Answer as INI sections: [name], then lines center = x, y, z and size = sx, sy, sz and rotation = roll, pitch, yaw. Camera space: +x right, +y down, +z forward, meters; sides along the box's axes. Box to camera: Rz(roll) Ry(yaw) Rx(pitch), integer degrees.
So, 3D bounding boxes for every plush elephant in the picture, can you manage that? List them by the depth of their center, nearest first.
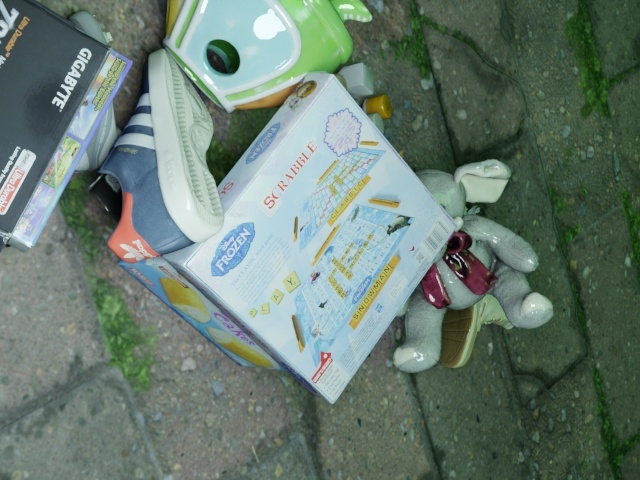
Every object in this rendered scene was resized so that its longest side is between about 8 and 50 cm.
[plush elephant]
center = 0.196, -0.001, 1.719
size = 0.255, 0.271, 0.330
rotation = 50, 30, -45

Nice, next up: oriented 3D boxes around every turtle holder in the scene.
[turtle holder]
center = -0.110, -0.320, 1.451
size = 0.227, 0.243, 0.320
rotation = -44, 126, -3

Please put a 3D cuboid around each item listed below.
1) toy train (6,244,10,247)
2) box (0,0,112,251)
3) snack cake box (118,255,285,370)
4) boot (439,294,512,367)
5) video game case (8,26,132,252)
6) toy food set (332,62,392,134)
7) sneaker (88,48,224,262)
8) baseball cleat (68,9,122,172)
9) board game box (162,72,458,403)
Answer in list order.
[toy train]
center = -0.420, -0.001, 1.316
size = 0.158, 0.027, 0.036
rotation = -19, 92, -40
[box]
center = -0.412, -0.170, 1.147
size = 0.293, 0.073, 0.296
rotation = 30, 54, -15
[snack cake box]
center = -0.131, 0.075, 1.490
size = 0.264, 0.152, 0.089
rotation = 45, 62, -32
[boot]
center = 0.293, 0.141, 1.924
size = 0.165, 0.077, 0.213
rotation = 26, 70, -41
[video game case]
center = -0.393, -0.160, 1.267
size = 0.244, 0.061, 0.270
rotation = 30, 70, -17
[toy food set]
center = 0.018, -0.221, 1.682
size = 0.232, 0.104, 0.111
rotation = 29, 56, -57
[sneaker]
center = -0.223, -0.111, 1.363
size = 0.131, 0.148, 0.350
rotation = 52, 17, -38
[baseball cleat]
center = -0.315, -0.190, 1.377
size = 0.109, 0.072, 0.206
rotation = -18, 101, -41
[board game box]
center = 0.000, 0.000, 1.429
size = 0.319, 0.066, 0.318
rotation = -53, 124, -16
